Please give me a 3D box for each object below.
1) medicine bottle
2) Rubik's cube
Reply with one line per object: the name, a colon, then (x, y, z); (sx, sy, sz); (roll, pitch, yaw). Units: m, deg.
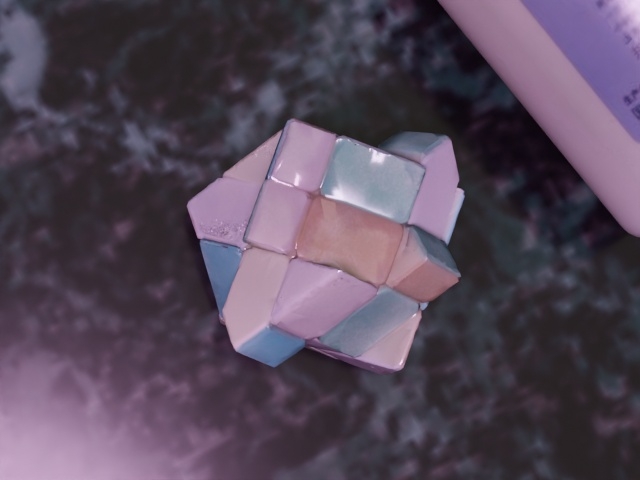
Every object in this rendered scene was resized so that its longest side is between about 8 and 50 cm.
medicine bottle: (0.080, -0.100, 0.596); (0.103, 0.103, 0.187); (-39, 90, -7)
Rubik's cube: (0.002, 0.002, 0.595); (0.084, 0.073, 0.075); (2, 85, -7)
